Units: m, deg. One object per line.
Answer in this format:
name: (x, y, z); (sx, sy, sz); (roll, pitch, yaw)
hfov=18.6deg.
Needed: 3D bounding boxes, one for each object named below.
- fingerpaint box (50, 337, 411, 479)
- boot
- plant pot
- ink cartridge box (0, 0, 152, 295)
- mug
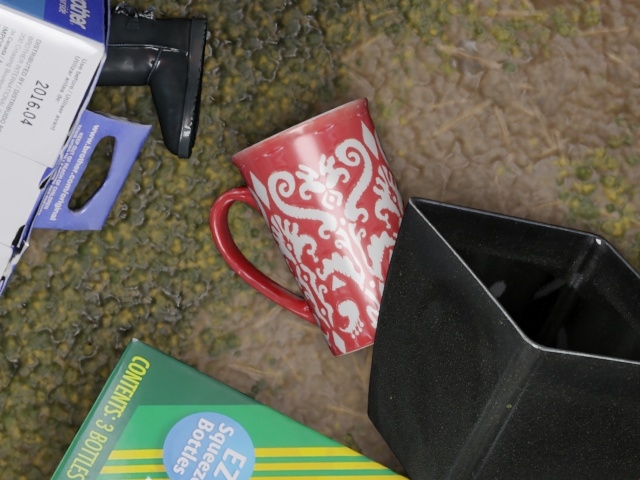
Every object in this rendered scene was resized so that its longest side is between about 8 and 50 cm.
fingerpaint box: (-0.076, 0.352, 1.347); (0.371, 0.163, 0.445); (28, 66, 3)
boot: (-0.140, -0.125, 1.506); (0.099, 0.045, 0.121); (5, 80, 0)
plant pot: (0.141, 0.100, 1.380); (0.187, 0.188, 0.167); (10, 116, -33)
ink cartridge box: (-0.320, -0.096, 1.380); (0.395, 0.151, 0.270); (22, 114, -15)
mug: (0.008, -0.004, 1.480); (0.113, 0.150, 0.169); (-25, 91, -36)
